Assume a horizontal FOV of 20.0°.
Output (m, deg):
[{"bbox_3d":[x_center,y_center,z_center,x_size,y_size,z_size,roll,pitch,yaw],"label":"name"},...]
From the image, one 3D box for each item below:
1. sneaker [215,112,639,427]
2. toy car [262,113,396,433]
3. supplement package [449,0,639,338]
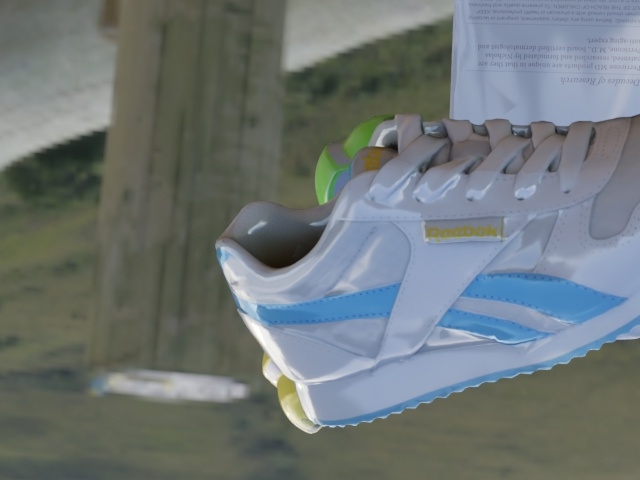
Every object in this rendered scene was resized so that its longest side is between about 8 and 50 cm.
[{"bbox_3d":[0.061,-0.006,0.680,0.228,0.087,0.092,-26,111,29],"label":"sneaker"},{"bbox_3d":[0.000,0.000,1.381,0.053,0.225,0.239,16,-156,-17],"label":"toy car"},{"bbox_3d":[0.123,-0.043,0.958,0.105,0.179,0.105,2,-177,10],"label":"supplement package"}]
